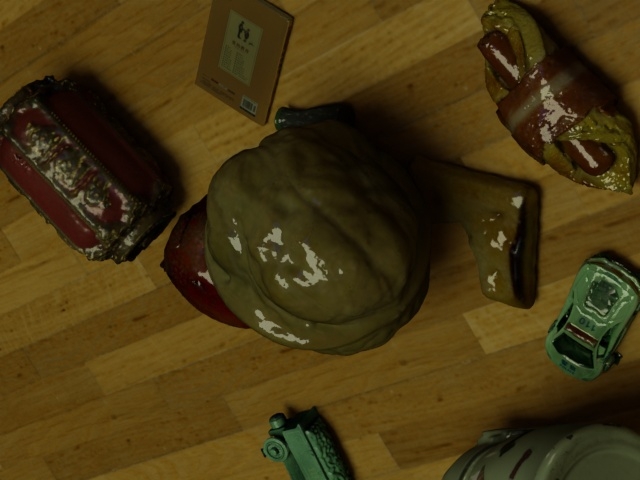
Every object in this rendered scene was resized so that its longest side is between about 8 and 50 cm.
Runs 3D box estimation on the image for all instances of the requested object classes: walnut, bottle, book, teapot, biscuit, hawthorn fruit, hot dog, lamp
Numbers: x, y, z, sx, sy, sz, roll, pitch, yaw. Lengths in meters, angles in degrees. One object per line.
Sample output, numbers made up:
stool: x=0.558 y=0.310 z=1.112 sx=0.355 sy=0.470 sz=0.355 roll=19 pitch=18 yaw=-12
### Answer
walnut: x=0.000 y=-0.001 z=1.950 sx=0.277 sy=0.253 sz=0.282 roll=43 pitch=143 yaw=24
bottle: x=0.276 y=0.329 z=1.989 sx=0.229 sy=0.229 sz=0.351 roll=56 pitch=159 yaw=-5
book: x=-0.100 y=-0.241 z=2.087 sx=0.118 sy=0.012 sz=0.172 roll=33 pitch=133 yaw=18
teapot: x=-0.011 y=-0.151 z=2.054 sx=0.110 sy=0.043 sz=0.043 roll=5 pitch=120 yaw=39
biscuit: x=0.184 y=-0.013 z=1.989 sx=0.183 sy=0.039 sz=0.174 roll=21 pitch=130 yaw=28
hawthorn fruit: x=-0.092 y=0.038 z=2.162 sx=0.235 sy=0.181 sz=0.181 roll=36 pitch=135 yaw=-3
hot dog: x=0.255 y=-0.146 z=1.806 sx=0.261 sy=0.093 sz=0.123 roll=46 pitch=135 yaw=6
lamp: x=-0.329 y=-0.096 z=2.253 sx=0.274 sy=0.177 sz=0.177 roll=47 pitch=135 yaw=3

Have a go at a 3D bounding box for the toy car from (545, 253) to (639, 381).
toy car: x=0.323 y=0.100 z=1.936 sx=0.093 sy=0.058 sz=0.186 roll=33 pitch=132 yaw=15

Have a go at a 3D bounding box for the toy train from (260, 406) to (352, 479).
toy train: x=-0.014 y=0.321 z=2.340 sx=0.099 sy=0.070 sz=0.172 roll=-17 pitch=106 yaw=33
